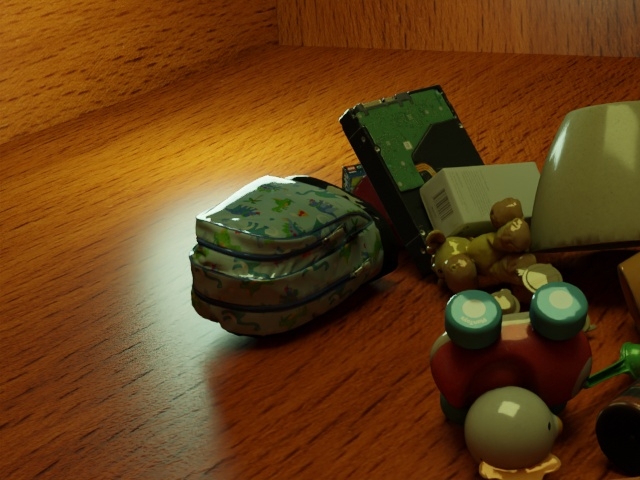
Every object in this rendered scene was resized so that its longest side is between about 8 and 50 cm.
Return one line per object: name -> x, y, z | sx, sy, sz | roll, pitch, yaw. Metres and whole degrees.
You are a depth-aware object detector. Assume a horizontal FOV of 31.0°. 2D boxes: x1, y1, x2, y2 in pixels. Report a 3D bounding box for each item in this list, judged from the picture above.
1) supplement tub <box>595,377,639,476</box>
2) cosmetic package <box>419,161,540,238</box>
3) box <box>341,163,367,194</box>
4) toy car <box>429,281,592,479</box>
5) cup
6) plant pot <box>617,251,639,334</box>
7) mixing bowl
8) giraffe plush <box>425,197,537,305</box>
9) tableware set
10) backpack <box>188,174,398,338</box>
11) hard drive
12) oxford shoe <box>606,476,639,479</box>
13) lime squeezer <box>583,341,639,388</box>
supplement tub -> 0.443, 0.214, 1.469 | 0.106, 0.106, 0.198 | 14, 28, 42
cosmetic package -> 0.305, -0.070, 2.090 | 0.231, 0.117, 0.085 | -4, -24, -35
box -> 0.156, -0.090, 2.284 | 0.233, 0.159, 0.044 | -10, 41, -14
toy car -> 0.257, 0.214, 1.463 | 0.210, 0.219, 0.238 | -5, 49, -2
cup -> 0.515, -0.109, 1.977 | 0.331, 0.237, 0.331 | -4, -3, 0
plant pot -> 0.560, 0.066, 1.744 | 0.188, 0.205, 0.205 | -19, 19, 7
mixing bowl -> 0.155, -0.054, 2.215 | 0.181, 0.181, 0.098 | -11, 43, -15
giraffe plush -> 0.270, 0.028, 1.959 | 0.170, 0.181, 0.210 | -13, 14, 6
tableware set -> 0.340, 0.111, 1.799 | 0.141, 0.020, 0.169 | -23, 56, -18
backpack -> -0.072, 0.022, 1.964 | 0.290, 0.273, 0.355 | 24, 49, 29
hard drive -> 0.205, -0.117, 2.148 | 0.237, 0.339, 0.064 | -19, -14, -37
oxford shoe -> 0.346, 0.318, 1.187 | 0.363, 0.130, 0.132 | -21, 31, -37
lime squeezer -> 0.483, 0.166, 1.639 | 0.310, 0.059, 0.110 | -16, 10, -17
